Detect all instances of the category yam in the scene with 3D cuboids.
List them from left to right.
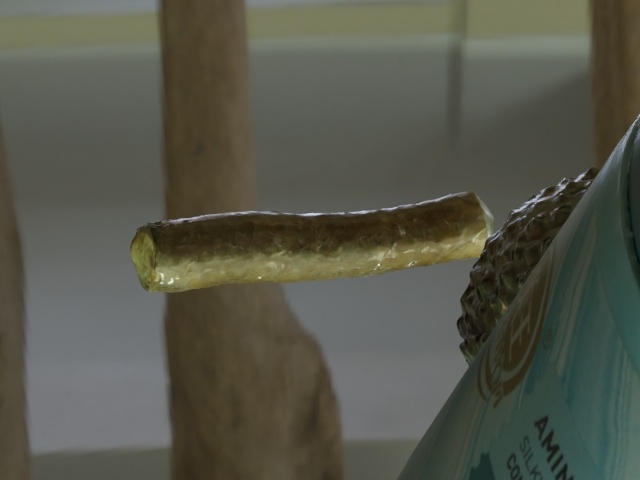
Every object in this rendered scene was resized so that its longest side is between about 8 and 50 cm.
[{"bbox_3d":[0.000,0.000,1.740,0.356,0.081,0.081,-7,-144,-16],"label":"yam"}]

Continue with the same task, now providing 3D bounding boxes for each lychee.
[{"bbox_3d":[0.244,0.061,1.436,0.255,0.255,0.274,22,-123,29],"label":"lychee"}]

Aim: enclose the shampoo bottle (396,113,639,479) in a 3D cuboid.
[{"bbox_3d":[0.228,0.113,0.824,0.331,0.343,0.331,15,-136,-15],"label":"shampoo bottle"}]
